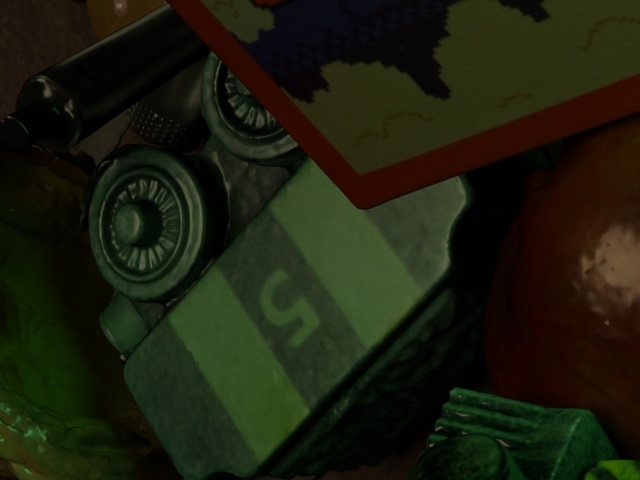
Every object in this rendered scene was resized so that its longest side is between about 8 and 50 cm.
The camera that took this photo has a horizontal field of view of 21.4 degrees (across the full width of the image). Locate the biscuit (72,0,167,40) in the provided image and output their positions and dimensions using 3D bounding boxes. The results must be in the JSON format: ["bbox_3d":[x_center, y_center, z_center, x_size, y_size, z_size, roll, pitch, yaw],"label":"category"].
[{"bbox_3d":[-0.143,-0.235,1.277,0.184,0.035,0.249,-47,54,32],"label":"biscuit"}]

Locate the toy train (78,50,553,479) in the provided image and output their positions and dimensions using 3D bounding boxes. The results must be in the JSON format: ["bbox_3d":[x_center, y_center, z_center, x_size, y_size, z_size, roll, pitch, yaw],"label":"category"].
[{"bbox_3d":[0.000,0.000,1.002,0.299,0.167,0.238,-47,63,26],"label":"toy train"}]

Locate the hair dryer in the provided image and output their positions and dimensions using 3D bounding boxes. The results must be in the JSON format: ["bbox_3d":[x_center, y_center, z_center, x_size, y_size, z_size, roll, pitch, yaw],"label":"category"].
[{"bbox_3d":[-0.057,-0.155,1.036,0.320,0.155,0.284,-60,6,26],"label":"hair dryer"}]

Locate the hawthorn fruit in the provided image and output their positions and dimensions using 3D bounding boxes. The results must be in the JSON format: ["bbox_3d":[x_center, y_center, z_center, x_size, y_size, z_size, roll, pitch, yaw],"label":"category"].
[{"bbox_3d":[0.204,0.037,0.755,0.261,0.224,0.224,37,112,22],"label":"hawthorn fruit"}]

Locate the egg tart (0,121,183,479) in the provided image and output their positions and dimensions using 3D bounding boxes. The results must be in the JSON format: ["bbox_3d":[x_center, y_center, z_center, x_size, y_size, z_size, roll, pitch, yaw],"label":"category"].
[{"bbox_3d":[-0.181,0.054,1.104,0.095,0.279,0.279,-40,57,33],"label":"egg tart"}]

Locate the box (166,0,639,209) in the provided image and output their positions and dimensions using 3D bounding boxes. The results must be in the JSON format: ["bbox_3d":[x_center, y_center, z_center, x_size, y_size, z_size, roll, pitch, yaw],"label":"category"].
[{"bbox_3d":[0.105,-0.249,0.751,0.318,0.257,0.349,-19,33,45],"label":"box"}]

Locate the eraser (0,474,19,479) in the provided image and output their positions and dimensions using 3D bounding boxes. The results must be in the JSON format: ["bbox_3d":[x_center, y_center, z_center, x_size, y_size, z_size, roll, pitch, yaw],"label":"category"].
[{"bbox_3d":[-0.264,0.125,1.162,0.171,0.290,0.087,-13,75,44],"label":"eraser"}]

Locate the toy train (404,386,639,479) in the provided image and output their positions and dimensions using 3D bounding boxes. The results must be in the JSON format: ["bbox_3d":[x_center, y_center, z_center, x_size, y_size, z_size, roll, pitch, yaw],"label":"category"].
[{"bbox_3d":[0.156,0.202,0.716,0.178,0.330,0.138,-5,40,39],"label":"toy train"}]
